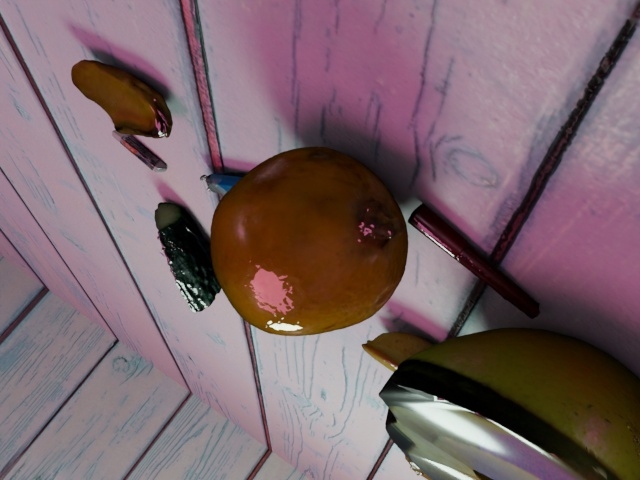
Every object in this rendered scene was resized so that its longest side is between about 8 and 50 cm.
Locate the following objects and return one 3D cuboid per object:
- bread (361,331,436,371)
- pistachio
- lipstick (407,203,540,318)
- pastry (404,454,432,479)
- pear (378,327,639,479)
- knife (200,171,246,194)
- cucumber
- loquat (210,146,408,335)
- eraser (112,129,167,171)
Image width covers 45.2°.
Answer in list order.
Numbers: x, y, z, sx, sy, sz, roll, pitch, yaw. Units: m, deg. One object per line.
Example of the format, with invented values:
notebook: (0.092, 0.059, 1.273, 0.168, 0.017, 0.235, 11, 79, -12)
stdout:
bread: (0.152, 0.189, 1.138, 0.187, 0.065, 0.149, 29, 168, 14)
pistachio: (-0.256, -0.186, 1.022, 0.172, 0.049, 0.090, 32, 133, 19)
lipstick: (0.167, 0.025, 0.822, 0.176, 0.027, 0.027, 39, 159, -7)
pastry: (0.231, 0.363, 1.274, 0.257, 0.121, 0.235, 45, 158, -17)
pear: (0.261, 0.222, 0.879, 0.398, 0.165, 0.399, 32, 158, 14)
knife: (-0.069, -0.067, 1.008, 0.296, 0.026, 0.044, 10, 149, 45)
cucumber: (-0.231, 0.021, 1.363, 0.085, 0.115, 0.193, -17, 132, 10)
loquat: (0.000, 0.000, 0.806, 0.213, 0.213, 0.246, 46, 147, -21)
eraser: (-0.283, -0.139, 1.201, 0.099, 0.019, 0.027, 41, 159, -7)
